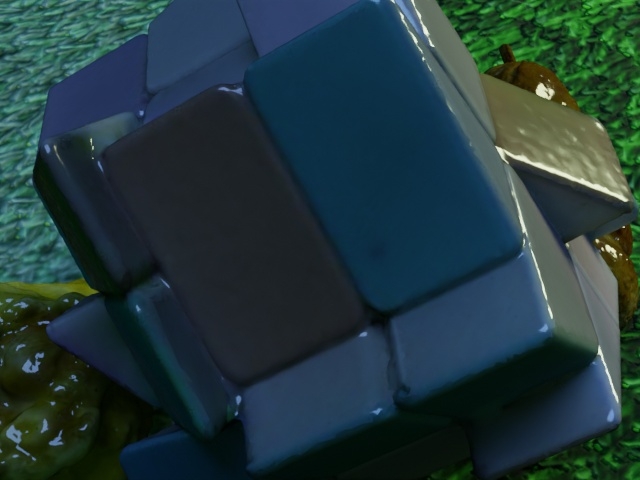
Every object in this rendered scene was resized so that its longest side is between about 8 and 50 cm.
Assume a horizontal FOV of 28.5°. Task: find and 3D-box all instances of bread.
[{"bbox_3d":[0.176,-0.058,1.036,0.124,0.084,0.344,-7,47,1],"label":"bread"}]

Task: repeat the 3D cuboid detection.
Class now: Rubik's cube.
[{"bbox_3d":[0.000,0.000,0.781,0.358,0.387,0.368,-29,38,18],"label":"Rubik's cube"}]

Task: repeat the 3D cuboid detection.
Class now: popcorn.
[{"bbox_3d":[-0.213,0.106,0.903,0.198,0.155,0.197,-6,56,8],"label":"popcorn"}]
